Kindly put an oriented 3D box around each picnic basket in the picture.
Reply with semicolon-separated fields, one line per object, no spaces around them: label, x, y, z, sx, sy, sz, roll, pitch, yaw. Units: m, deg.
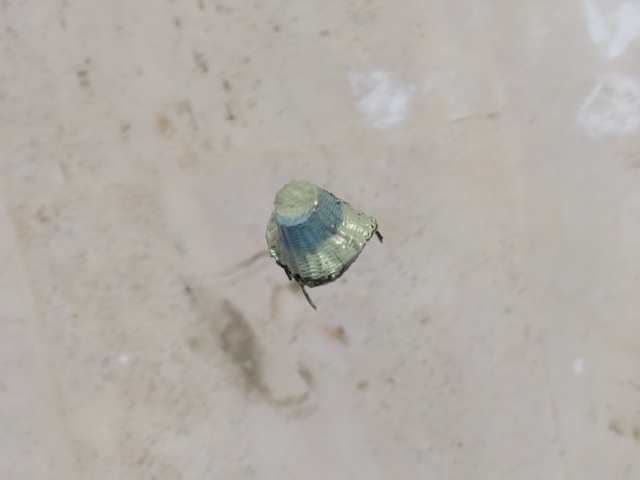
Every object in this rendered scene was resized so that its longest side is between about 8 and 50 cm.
picnic basket;0.000;0.000;1.073;0.083;0.083;0.065;28;74;41
